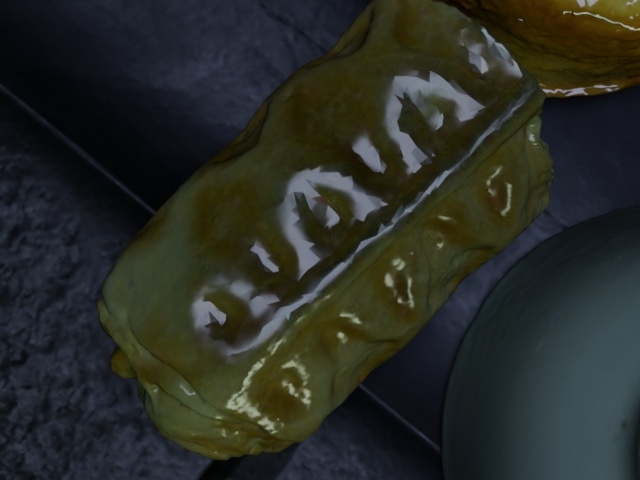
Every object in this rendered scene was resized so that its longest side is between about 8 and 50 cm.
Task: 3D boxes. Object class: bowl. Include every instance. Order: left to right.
[{"bbox_3d":[0.218,0.116,0.775,0.289,0.146,0.289,0,85,-5],"label":"bowl"}]

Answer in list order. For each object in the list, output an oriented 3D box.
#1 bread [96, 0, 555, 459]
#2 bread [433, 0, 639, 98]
[{"bbox_3d":[0.000,0.000,0.775,0.268,0.130,0.152,-44,94,-7],"label":"bread"},{"bbox_3d":[0.158,-0.209,0.803,0.268,0.146,0.268,0,87,-8],"label":"bread"}]
